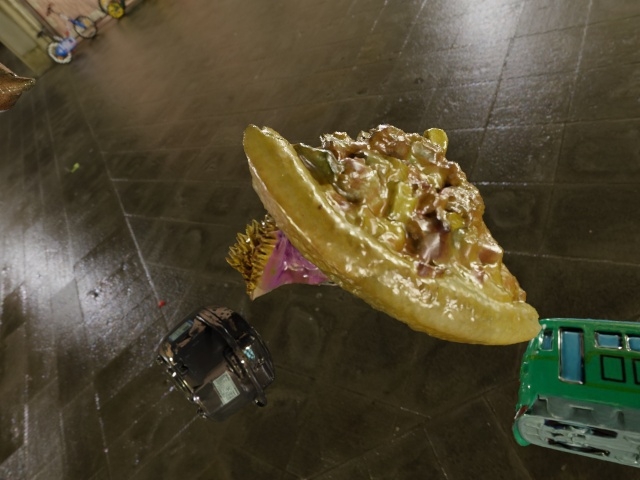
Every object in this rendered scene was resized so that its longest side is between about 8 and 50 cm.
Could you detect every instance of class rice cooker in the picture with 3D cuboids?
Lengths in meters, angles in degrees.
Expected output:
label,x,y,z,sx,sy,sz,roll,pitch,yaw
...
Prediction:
label,x,y,z,sx,sy,sz,roll,pitch,yaw
rice cooker,-0.145,0.166,0.588,0.118,0.142,0.203,-35,17,-29

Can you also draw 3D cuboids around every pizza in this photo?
label,x,y,z,sx,sy,sz,roll,pitch,yaw
pizza,0.078,0.000,0.419,0.087,0.257,0.268,-47,59,52

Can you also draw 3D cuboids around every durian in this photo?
label,x,y,z,sx,sy,sz,roll,pitch,yaw
durian,-0.005,-0.012,0.642,0.153,0.260,0.187,37,100,40

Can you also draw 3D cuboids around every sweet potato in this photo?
label,x,y,z,sx,sy,sz,roll,pitch,yaw
sweet potato,-0.272,-0.128,0.346,0.117,0.049,0.049,7,59,21

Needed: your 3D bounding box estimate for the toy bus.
label,x,y,z,sx,sy,sz,roll,pitch,yaw
toy bus,0.470,0.223,0.623,0.343,0.184,0.200,1,54,27
